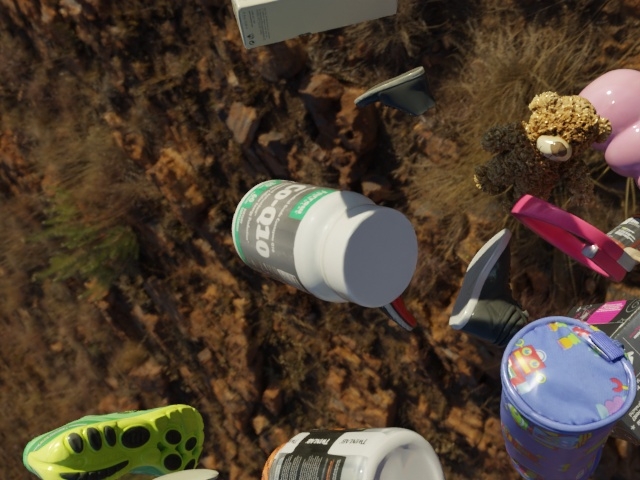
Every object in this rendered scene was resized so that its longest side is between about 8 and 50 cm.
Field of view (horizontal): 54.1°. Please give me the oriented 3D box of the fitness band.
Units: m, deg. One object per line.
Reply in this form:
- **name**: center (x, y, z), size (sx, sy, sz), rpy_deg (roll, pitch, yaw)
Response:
- **fitness band**: center (0.499, -0.002, 1.247), size (0.054, 0.290, 0.209), rpy_deg (-58, 40, 5)

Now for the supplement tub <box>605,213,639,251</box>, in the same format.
- **supplement tub**: center (0.816, -0.001, 1.631), size (0.106, 0.197, 0.106), rpy_deg (50, 159, 28)

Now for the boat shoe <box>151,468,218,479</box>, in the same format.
- **boat shoe**: center (-0.143, 0.226, 0.512), size (0.049, 0.137, 0.043), rpy_deg (-15, 86, 50)

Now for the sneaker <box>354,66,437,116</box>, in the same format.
- **sneaker**: center (0.202, -0.380, 1.724), size (0.222, 0.083, 0.118), rpy_deg (-15, 110, 35)

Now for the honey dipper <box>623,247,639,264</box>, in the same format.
- **honey dipper**: center (0.621, 0.040, 1.204), size (0.030, 0.161, 0.031), rpy_deg (1, 98, 7)

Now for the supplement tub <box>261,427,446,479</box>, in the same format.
- **supplement tub**: center (0.042, 0.420, 1.070), size (0.316, 0.193, 0.194), rpy_deg (-22, 102, 50)

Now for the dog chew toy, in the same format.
- **dog chew toy**: center (0.768, -0.250, 1.518), size (0.332, 0.206, 0.206), rpy_deg (59, 141, 15)

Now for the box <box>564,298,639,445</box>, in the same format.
- **box**: center (0.445, 0.201, 0.974), size (0.142, 0.163, 0.247), rpy_deg (46, 172, 5)

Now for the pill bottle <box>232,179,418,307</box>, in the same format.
- **pill bottle**: center (0.000, 0.000, 1.181), size (0.361, 0.204, 0.204), rpy_deg (15, 129, 53)

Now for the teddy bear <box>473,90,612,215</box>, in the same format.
- **teddy bear**: center (0.439, -0.156, 1.296), size (0.245, 0.113, 0.338), rpy_deg (56, 153, -4)

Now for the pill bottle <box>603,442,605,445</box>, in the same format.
- **pill bottle**: center (0.619, 0.511, 1.515), size (0.094, 0.094, 0.170), rpy_deg (25, 113, 27)

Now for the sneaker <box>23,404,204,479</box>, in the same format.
- **sneaker**: center (-0.278, 0.285, 0.893), size (0.123, 0.295, 0.110), rpy_deg (-1, 78, 32)

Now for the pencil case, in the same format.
- **pencil case**: center (0.271, 0.191, 0.705), size (0.119, 0.133, 0.306), rpy_deg (49, 173, 33)

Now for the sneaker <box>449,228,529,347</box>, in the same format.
- **sneaker**: center (0.406, 0.115, 1.417), size (0.146, 0.296, 0.104), rpy_deg (35, 149, -5)

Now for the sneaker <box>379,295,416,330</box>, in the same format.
- **sneaker**: center (0.163, 0.091, 1.459), size (0.279, 0.118, 0.107), rpy_deg (56, 173, -19)

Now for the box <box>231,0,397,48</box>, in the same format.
- **box**: center (-0.013, -0.423, 1.063), size (0.094, 0.275, 0.113), rpy_deg (86, 169, -61)
